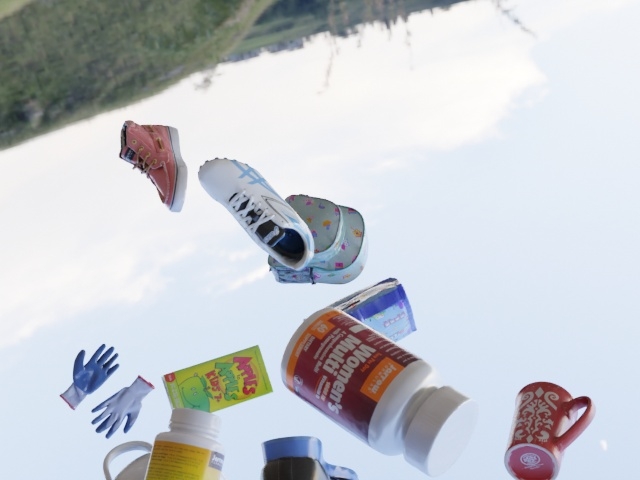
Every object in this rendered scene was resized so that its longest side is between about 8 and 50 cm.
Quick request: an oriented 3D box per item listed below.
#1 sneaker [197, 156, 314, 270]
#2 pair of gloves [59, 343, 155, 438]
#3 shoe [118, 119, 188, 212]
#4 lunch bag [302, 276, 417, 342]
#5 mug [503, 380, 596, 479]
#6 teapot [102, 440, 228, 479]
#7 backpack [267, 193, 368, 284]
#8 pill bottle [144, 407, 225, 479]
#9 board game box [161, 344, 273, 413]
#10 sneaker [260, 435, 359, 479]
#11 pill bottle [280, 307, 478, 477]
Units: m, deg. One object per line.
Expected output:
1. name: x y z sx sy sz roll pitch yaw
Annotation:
1. sneaker: -0.097 -0.043 1.381 0.085 0.237 0.086 -43 -157 12
2. pair of gloves: -0.468 0.325 1.894 0.159 0.198 0.023 -50 -164 -22
3. shoe: -0.236 -0.105 1.212 0.081 0.063 0.178 9 -142 -24
4. lunch bag: 0.077 0.170 1.783 0.221 0.138 0.293 -26 172 0
5. mug: 0.386 0.324 1.501 0.113 0.150 0.169 33 -147 7
6. teapot: -0.258 0.473 1.594 0.252 0.256 0.187 -27 -170 34
7. backpack: 0.000 0.000 1.694 0.188 0.144 0.166 8 -118 6
8. pill bottle: -0.219 0.380 1.379 0.117 0.117 0.215 0 -113 27
9. board game box: -0.186 0.260 1.575 0.181 0.092 0.043 -16 171 -19
10. sneaker: -0.009 0.264 0.856 0.081 0.232 0.090 -10 -119 12
11. pill bottle: 0.068 0.178 1.032 0.221 0.121 0.121 28 -135 34
